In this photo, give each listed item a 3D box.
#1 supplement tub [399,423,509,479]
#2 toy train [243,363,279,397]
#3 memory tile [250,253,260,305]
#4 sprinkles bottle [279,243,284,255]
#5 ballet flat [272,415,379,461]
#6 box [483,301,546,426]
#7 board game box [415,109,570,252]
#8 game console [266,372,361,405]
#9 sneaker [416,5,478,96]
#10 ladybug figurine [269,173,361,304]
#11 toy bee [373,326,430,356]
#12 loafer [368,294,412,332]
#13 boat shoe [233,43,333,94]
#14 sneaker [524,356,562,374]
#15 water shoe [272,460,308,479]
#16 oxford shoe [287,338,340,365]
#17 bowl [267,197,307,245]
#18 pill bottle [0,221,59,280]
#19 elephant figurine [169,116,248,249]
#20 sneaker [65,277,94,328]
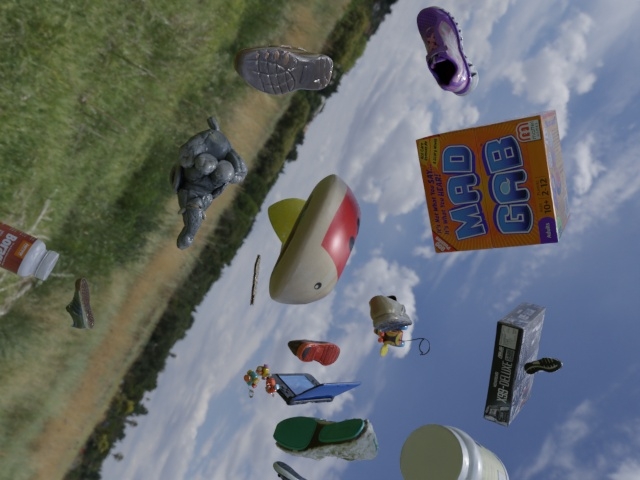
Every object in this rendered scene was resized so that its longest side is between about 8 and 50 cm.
[{"bbox_3d":[0.404,0.701,1.628,0.235,0.325,0.235,-24,-136,26],"label":"supplement tub"},{"bbox_3d":[-0.229,0.527,2.001,0.166,0.046,0.125,-25,-114,36],"label":"toy train"},{"bbox_3d":[-0.208,0.126,1.733,0.113,0.012,0.148,-91,-170,-74],"label":"memory tile"},{"bbox_3d":[-0.108,0.025,2.284,0.121,0.121,0.355,180,-79,-76],"label":"sprinkles bottle"},{"bbox_3d":[0.015,0.651,1.727,0.409,0.147,0.147,-16,-138,42],"label":"ballet flat"},{"bbox_3d":[0.584,0.361,1.616,0.242,0.077,0.307,-15,113,-53],"label":"box"},{"bbox_3d":[0.550,-0.189,1.687,0.356,0.356,0.356,-6,-169,31],"label":"board game box"},{"bbox_3d":[-0.027,0.570,2.202,0.250,0.293,0.173,38,-77,38],"label":"game console"},{"bbox_3d":[0.292,-0.459,1.309,0.105,0.236,0.095,-21,175,-40],"label":"sneaker"},{"bbox_3d":[0.000,0.000,1.501,0.305,0.162,0.449,-55,-170,50],"label":"ladybug figurine"},{"bbox_3d":[0.286,0.371,2.200,0.298,0.162,0.195,-24,-117,60],"label":"toy bee"},{"bbox_3d":[0.200,0.207,1.553,0.268,0.102,0.092,43,31,-71],"label":"loafer"},{"bbox_3d":[-0.109,-0.461,1.437,0.324,0.116,0.123,-11,129,-48],"label":"boat shoe"},{"bbox_3d":[0.579,0.319,1.393,0.109,0.044,0.040,-30,-110,57],"label":"sneaker"},{"bbox_3d":[-0.097,0.834,1.839,0.080,0.203,0.073,-49,-164,-5],"label":"water shoe"},{"bbox_3d":[-0.020,0.429,2.140,0.098,0.271,0.096,23,-92,40],"label":"oxford shoe"},{"bbox_3d":[-0.038,-0.052,1.933,0.156,0.289,0.289,-36,-160,16],"label":"bowl"},{"bbox_3d":[-0.901,0.032,1.600,0.121,0.216,0.121,-54,-162,27],"label":"pill bottle"},{"bbox_3d":[-0.292,-0.133,1.283,0.239,0.169,0.186,-52,175,39],"label":"elephant figurine"},{"bbox_3d":[-0.876,0.231,1.940,0.064,0.086,0.192,-79,165,-76],"label":"sneaker"}]
